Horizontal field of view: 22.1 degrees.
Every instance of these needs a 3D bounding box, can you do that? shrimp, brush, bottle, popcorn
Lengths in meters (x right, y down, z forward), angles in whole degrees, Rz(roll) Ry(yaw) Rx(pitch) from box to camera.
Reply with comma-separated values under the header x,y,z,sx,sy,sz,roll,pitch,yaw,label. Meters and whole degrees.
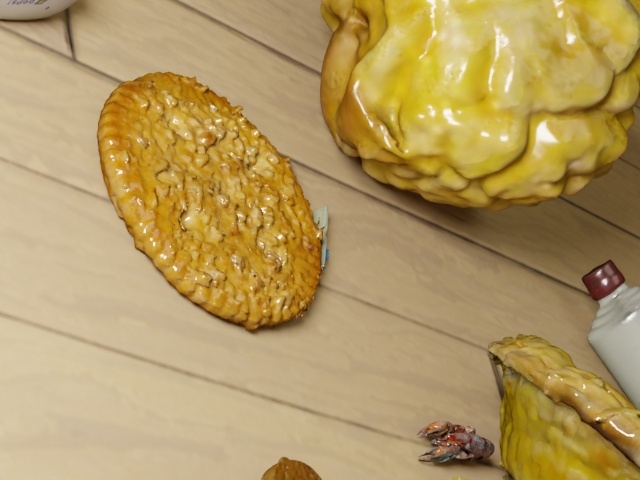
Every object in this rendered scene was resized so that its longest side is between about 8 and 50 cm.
x,y,z,sx,sy,sz,roll,pitch,yaw,label
0.118,0.179,1.461,0.092,0.029,0.038,6,55,-47,shrimp
0.000,0.000,1.489,0.013,0.016,0.083,49,28,-34,brush
0.369,0.131,1.786,0.245,0.104,0.104,55,30,2,bottle
0.151,-0.182,1.627,0.349,0.381,0.349,3,72,-9,popcorn

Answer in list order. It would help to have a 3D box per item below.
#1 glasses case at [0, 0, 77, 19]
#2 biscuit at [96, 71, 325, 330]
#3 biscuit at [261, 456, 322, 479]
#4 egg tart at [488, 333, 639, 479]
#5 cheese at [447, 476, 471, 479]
x,y,z,sx,sy,sz,roll,pitch,yaw,label
-0.257,-0.211,1.285,0.197,0.076,0.049,-1,59,-55,glasses case
-0.088,-0.039,1.388,0.254,0.035,0.254,34,36,-30,biscuit
-0.023,0.245,1.193,0.138,0.031,0.205,39,34,-25,biscuit
0.267,0.214,1.459,0.345,0.132,0.345,39,1,-1,egg tart
0.155,0.298,1.352,0.270,0.069,0.177,46,34,-32,cheese
